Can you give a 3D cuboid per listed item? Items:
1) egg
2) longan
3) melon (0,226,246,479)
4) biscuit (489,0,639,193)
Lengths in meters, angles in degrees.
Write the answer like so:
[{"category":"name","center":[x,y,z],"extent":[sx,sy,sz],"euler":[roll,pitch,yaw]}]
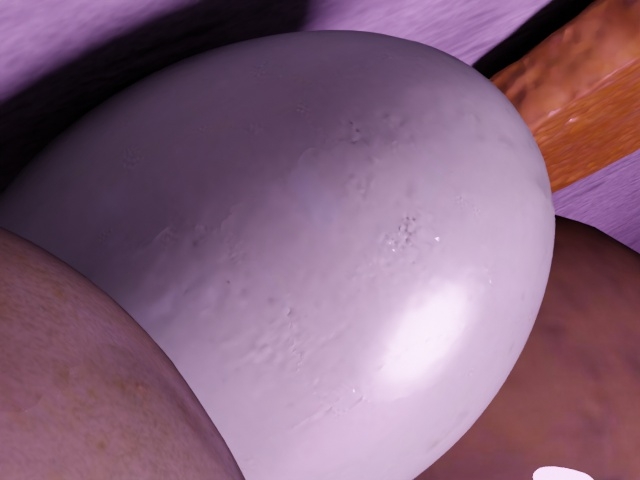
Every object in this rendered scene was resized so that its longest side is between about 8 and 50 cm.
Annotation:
[{"category":"egg","center":[-0.034,0.026,0.667],"extent":[0.283,0.203,0.203],"euler":[-34,168,17]},{"category":"longan","center":[0.117,0.140,1.200],"extent":[0.404,0.404,0.336],"euler":[-14,125,-51]},{"category":"melon","center":[-0.140,0.132,0.474],"extent":[0.268,0.268,0.330],"euler":[-26,147,-16]},{"category":"biscuit","center":[0.206,-0.113,1.014],"extent":[0.312,0.057,0.351],"euler":[-24,169,-25]}]
